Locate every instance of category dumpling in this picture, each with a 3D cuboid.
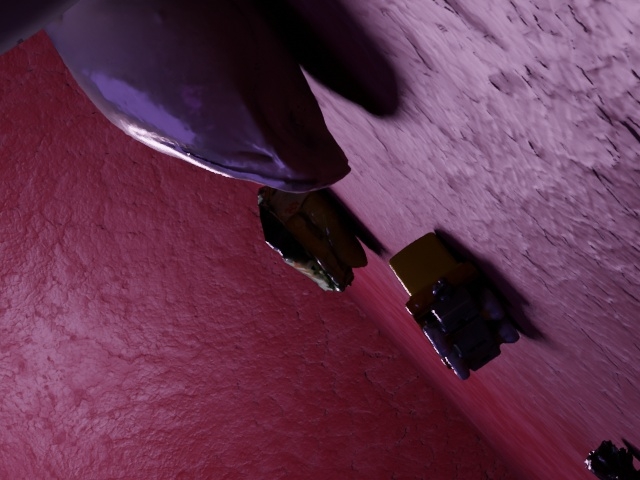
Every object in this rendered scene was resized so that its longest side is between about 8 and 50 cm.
[{"bbox_3d":[-0.111,-0.172,1.005,0.341,0.181,0.260,16,-168,12],"label":"dumpling"}]

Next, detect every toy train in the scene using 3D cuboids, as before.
[{"bbox_3d":[0.149,0.076,1.195,0.127,0.089,0.219,57,-177,34],"label":"toy train"}]

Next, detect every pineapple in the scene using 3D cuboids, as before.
[{"bbox_3d":[0.370,0.299,1.204,0.159,0.074,0.074,50,177,16],"label":"pineapple"}]

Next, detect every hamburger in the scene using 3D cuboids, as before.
[{"bbox_3d":[0.000,0.002,1.763,0.214,0.125,0.235,42,-178,-30],"label":"hamburger"}]

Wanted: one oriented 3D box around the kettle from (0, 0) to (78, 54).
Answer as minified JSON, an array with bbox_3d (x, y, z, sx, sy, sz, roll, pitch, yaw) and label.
[{"bbox_3d":[-0.226,-0.250,0.788,0.161,0.236,0.221,49,176,-19],"label":"kettle"}]
